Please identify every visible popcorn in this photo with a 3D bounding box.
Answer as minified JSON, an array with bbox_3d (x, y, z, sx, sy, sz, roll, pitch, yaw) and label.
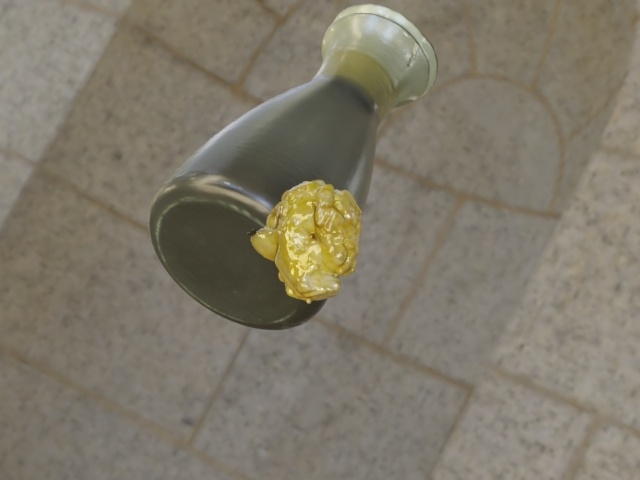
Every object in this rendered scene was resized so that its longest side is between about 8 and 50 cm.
[{"bbox_3d":[0.000,0.000,0.942,0.084,0.084,0.084,27,-7,4],"label":"popcorn"}]

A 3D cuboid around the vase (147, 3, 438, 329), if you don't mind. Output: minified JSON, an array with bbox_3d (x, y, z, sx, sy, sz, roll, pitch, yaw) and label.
[{"bbox_3d":[-0.010,-0.083,1.239,0.173,0.321,0.173,18,-42,17],"label":"vase"}]
